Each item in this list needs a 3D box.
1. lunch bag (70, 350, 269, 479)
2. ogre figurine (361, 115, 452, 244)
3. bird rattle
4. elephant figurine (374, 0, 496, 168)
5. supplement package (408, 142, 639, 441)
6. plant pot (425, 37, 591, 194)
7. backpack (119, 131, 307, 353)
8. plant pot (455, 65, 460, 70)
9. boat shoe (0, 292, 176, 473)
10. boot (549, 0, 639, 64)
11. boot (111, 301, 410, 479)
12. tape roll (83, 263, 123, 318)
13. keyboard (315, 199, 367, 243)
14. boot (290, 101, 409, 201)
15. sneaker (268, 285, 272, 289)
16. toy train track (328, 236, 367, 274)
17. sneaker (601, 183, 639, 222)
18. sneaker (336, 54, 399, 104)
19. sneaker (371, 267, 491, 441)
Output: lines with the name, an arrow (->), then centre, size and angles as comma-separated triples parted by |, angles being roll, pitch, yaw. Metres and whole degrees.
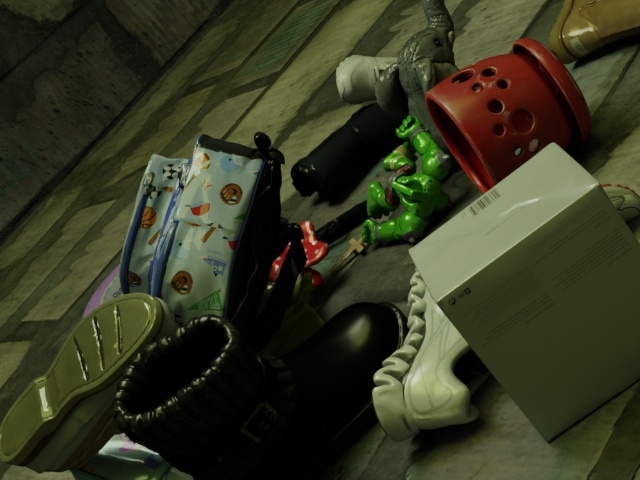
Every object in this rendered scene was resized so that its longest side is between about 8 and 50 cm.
lunch bag -> -0.183, 0.241, 1.601 | 0.224, 0.108, 0.279 | 14, 53, 29
ogre figurine -> 0.130, -0.075, 1.795 | 0.197, 0.097, 0.118 | -53, 39, -3
bird rattle -> -0.084, 0.054, 1.761 | 0.206, 0.143, 0.253 | 4, 36, -8
elephant figurine -> 0.171, -0.245, 1.880 | 0.169, 0.239, 0.186 | -31, 23, 22
supplement package -> 0.235, 0.050, 1.233 | 0.194, 0.203, 0.149 | -36, 21, 7
plant pot -> 0.264, -0.168, 1.653 | 0.174, 0.191, 0.191 | -33, 21, 1
backpack -> -0.144, 0.024, 1.548 | 0.213, 0.276, 0.263 | 3, 64, 9
plant pot -> 0.199, -0.282, 2.129 | 0.081, 0.083, 0.081 | -25, 25, 32
boat shoe -> -0.267, 0.176, 1.466 | 0.302, 0.103, 0.113 | -42, 42, 25
boot -> 0.499, -0.384, 1.837 | 0.269, 0.089, 0.236 | -17, 41, 46
boot -> -0.055, 0.151, 1.417 | 0.131, 0.260, 0.348 | 21, 64, 48
tape roll -> -0.307, 0.089, 2.232 | 0.274, 0.090, 0.275 | -33, 22, 15
keyboard -> 0.000, 0.000, 1.989 | 0.192, 0.038, 0.100 | -33, -1, 20
boot -> 0.067, -0.162, 2.089 | 0.207, 0.094, 0.246 | -46, 15, -24
sneaker -> -0.105, 0.096, 1.953 | 0.098, 0.038, 0.069 | -26, 22, 10
toy train track -> 0.047, 0.023, 1.872 | 0.083, 0.014, 0.048 | -45, 28, 2
sneaker -> 0.287, 0.016, 1.406 | 0.225, 0.088, 0.093 | -32, 63, -10
sneaker -> 0.122, -0.299, 2.185 | 0.094, 0.090, 0.235 | 2, 14, 42
sneaker -> 0.157, 0.111, 1.407 | 0.118, 0.110, 0.292 | -11, 38, 31
